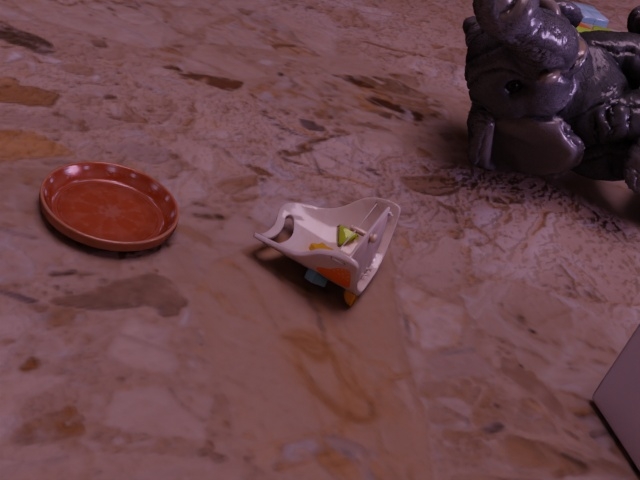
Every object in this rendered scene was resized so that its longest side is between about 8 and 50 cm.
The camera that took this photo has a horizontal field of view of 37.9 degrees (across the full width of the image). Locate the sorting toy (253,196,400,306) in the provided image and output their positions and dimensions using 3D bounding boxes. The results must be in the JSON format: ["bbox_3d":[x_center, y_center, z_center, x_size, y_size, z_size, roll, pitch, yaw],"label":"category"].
[{"bbox_3d":[0.000,0.000,0.585,0.075,0.045,0.083,21,32,14],"label":"sorting toy"}]

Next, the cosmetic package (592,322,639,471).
[{"bbox_3d":[0.313,0.122,0.496,0.224,0.138,0.224,3,37,-23],"label":"cosmetic package"}]

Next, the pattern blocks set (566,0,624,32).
[{"bbox_3d":[0.343,-0.216,1.104,0.285,0.026,0.325,-3,40,-33],"label":"pattern blocks set"}]

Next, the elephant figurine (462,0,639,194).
[{"bbox_3d":[0.177,-0.132,0.744,0.239,0.186,0.169,9,38,-20],"label":"elephant figurine"}]

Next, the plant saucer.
[{"bbox_3d":[-0.128,-0.020,0.563,0.083,0.013,0.083,15,34,-10],"label":"plant saucer"}]
